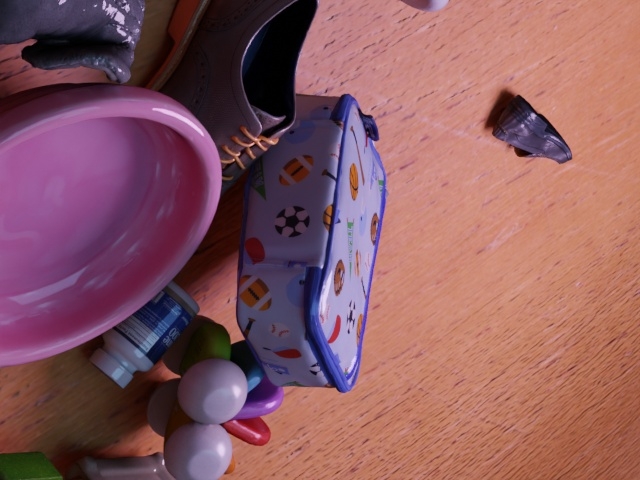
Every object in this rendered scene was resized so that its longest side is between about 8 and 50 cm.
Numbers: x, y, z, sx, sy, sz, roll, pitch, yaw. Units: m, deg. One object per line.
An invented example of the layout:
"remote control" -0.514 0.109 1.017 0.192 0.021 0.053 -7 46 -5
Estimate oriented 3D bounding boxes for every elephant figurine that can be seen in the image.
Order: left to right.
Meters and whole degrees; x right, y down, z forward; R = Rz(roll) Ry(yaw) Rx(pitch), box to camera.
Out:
"elephant figurine" -0.209 -0.207 1.215 0.239 0.186 0.169 17 120 -41

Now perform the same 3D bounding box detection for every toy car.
"toy car" -0.109 0.178 1.571 0.136 0.159 0.182 7 110 -20

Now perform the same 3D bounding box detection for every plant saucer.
"plant saucer" -0.253 -0.023 1.303 0.332 0.084 0.332 -26 148 -18

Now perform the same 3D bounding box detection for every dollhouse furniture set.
"dollhouse furniture set" -0.242 0.342 1.509 0.151 0.197 0.301 -53 152 15

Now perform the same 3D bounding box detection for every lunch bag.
"lunch bag" 0.000 0.000 1.535 0.243 0.115 0.303 64 33 -56

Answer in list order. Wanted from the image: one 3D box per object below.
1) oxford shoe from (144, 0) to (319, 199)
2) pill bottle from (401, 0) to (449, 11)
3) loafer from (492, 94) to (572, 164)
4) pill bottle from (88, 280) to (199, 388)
"oxford shoe" -0.111 -0.109 1.426 0.130 0.132 0.364 5 110 -50
"pill bottle" 0.148 -0.365 1.562 0.215 0.117 0.117 -53 141 -9
"loafer" 0.285 -0.139 1.919 0.061 0.062 0.170 -42 141 13
"pill bottle" -0.191 0.098 1.523 0.120 0.067 0.067 -50 141 -12
